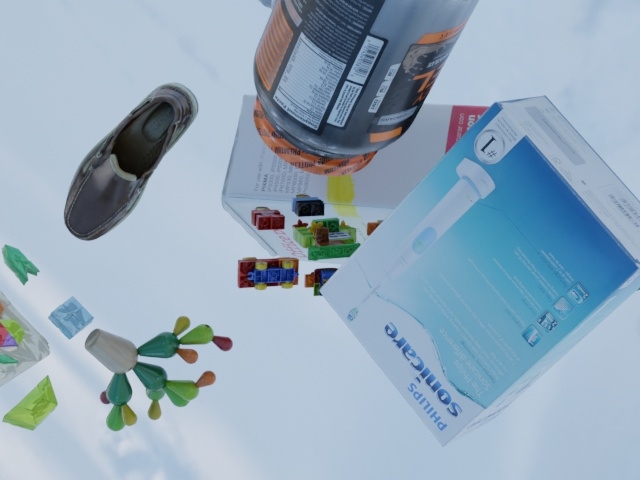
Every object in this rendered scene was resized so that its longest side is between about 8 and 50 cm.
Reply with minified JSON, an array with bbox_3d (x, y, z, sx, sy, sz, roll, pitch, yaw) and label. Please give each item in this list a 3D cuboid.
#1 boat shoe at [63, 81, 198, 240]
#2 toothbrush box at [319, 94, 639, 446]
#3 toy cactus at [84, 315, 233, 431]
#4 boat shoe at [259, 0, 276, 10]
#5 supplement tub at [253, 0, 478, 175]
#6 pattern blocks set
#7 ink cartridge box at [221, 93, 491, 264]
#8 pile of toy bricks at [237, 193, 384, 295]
[{"bbox_3d":[-0.265,-0.102,1.927,0.095,0.257,0.095,35,-165,-4],"label":"boat shoe"},{"bbox_3d":[0.176,0.031,1.477,0.216,0.126,0.295,50,119,16],"label":"toothbrush box"},{"bbox_3d":[-0.247,0.171,2.028,0.219,0.180,0.112,-37,35,25],"label":"toy cactus"},{"bbox_3d":[-0.055,-0.434,1.747,0.103,0.118,0.320,11,118,17],"label":"boat shoe"},{"bbox_3d":[0.047,-0.241,1.651,0.207,0.207,0.338,54,142,23],"label":"supplement tub"},{"bbox_3d":[-0.467,0.138,1.930,0.285,0.325,0.026,37,141,-2],"label":"pattern blocks set"},{"bbox_3d":[0.094,-0.070,1.978,0.279,0.385,0.160,51,-134,-66],"label":"ink cartridge box"},{"bbox_3d":[0.000,0.000,1.693,0.105,0.212,0.118,-140,50,-67],"label":"pile of toy bricks"}]
